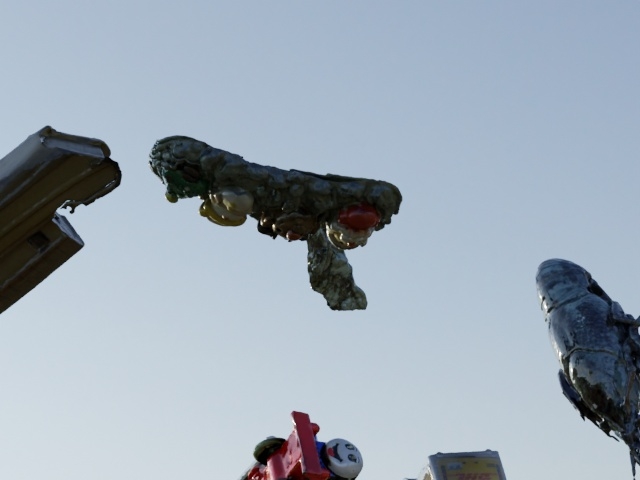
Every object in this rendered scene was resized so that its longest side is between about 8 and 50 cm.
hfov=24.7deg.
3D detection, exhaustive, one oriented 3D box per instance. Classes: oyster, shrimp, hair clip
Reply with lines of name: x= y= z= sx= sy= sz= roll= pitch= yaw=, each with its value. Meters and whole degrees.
oyster: x=-0.003 y=0.001 z=2.611 sx=0.087 sy=0.252 sz=0.199 roll=-22 pitch=-18 yaw=1
shrimp: x=0.409 y=0.162 z=2.001 sx=0.172 sy=0.372 sz=0.137 roll=-40 pitch=-31 yaw=21
hair clip: x=-0.059 y=-0.046 z=1.821 sx=0.321 sy=0.091 sz=0.138 roll=10 pitch=-18 yaw=-11

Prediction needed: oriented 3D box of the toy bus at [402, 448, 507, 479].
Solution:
toy bus: x=0.140 y=0.373 z=1.703 sx=0.097 sy=0.138 sz=0.343 roll=-2 pitch=-43 yaw=-15

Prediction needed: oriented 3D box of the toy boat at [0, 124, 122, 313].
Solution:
toy boat: x=-0.447 y=0.019 z=1.915 sx=0.445 sy=0.136 sz=0.162 roll=-37 pitch=-63 yaw=0

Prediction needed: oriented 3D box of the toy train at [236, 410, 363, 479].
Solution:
toy train: x=-0.030 y=0.277 z=1.545 sx=0.131 sy=0.083 sz=0.204 roll=13 pitch=-49 yaw=-26
